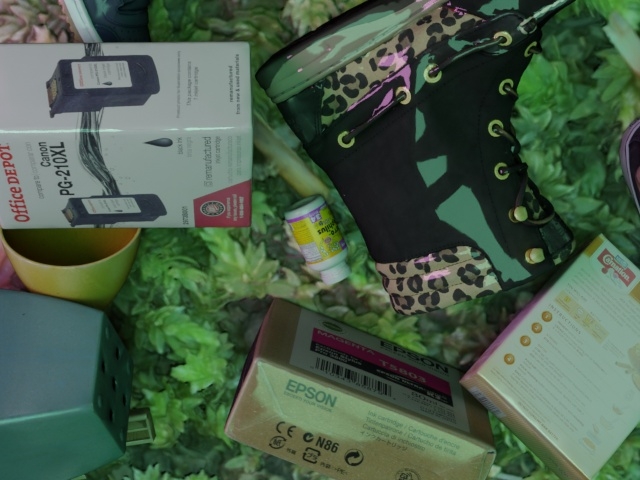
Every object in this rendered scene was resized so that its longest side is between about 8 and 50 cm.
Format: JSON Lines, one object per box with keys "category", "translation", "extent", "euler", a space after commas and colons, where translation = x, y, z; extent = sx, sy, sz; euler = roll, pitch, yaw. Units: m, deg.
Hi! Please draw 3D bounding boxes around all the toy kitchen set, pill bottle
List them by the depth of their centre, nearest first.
{"category": "pill bottle", "translation": [0.000, 0.000, 1.256], "extent": [0.043, 0.043, 0.083], "euler": [-24, 103, 10]}
{"category": "toy kitchen set", "translation": [-0.217, 0.189, 1.301], "extent": [0.075, 0.083, 0.068], "euler": [-9, 105, 6]}

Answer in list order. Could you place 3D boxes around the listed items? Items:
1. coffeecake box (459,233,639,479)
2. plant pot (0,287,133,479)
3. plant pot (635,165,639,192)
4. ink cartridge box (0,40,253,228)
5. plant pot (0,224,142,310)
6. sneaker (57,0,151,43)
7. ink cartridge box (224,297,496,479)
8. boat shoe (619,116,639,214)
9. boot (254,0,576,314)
{"category": "coffeecake box", "translation": [0.247, 0.111, 1.206], "extent": [0.142, 0.068, 0.185], "euler": [44, 74, 2]}
{"category": "plant pot", "translation": [-0.306, 0.143, 1.214], "extent": [0.234, 0.165, 0.166], "euler": [-6, 145, 8]}
{"category": "plant pot", "translation": [0.434, -0.091, 1.026], "extent": [0.334, 0.334, 0.305], "euler": [41, 93, -8]}
{"category": "ink cartridge box", "translation": [-0.180, -0.091, 1.155], "extent": [0.237, 0.172, 0.100], "euler": [-1, 61, -4]}
{"category": "plant pot", "translation": [-0.237, 0.018, 1.243], "extent": [0.134, 0.134, 0.095], "euler": [5, 129, 2]}
{"category": "sneaker", "translation": [-0.171, -0.283, 1.159], "extent": [0.153, 0.099, 0.282], "euler": [-19, 101, 10]}
{"category": "ink cartridge box", "translation": [0.039, 0.156, 1.220], "extent": [0.234, 0.193, 0.088], "euler": [21, 105, -3]}
{"category": "boat shoe", "translation": [0.371, 0.022, 1.208], "extent": [0.108, 0.102, 0.301], "euler": [-21, 103, 9]}
{"category": "boot", "translation": [0.161, -0.113, 1.165], "extent": [0.377, 0.138, 0.284], "euler": [-23, 102, 13]}
